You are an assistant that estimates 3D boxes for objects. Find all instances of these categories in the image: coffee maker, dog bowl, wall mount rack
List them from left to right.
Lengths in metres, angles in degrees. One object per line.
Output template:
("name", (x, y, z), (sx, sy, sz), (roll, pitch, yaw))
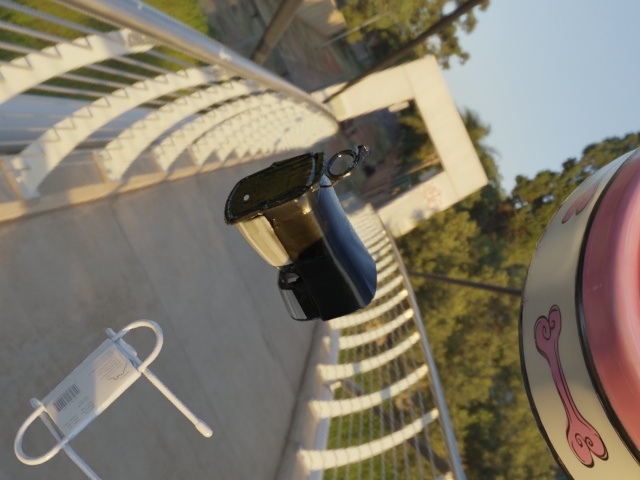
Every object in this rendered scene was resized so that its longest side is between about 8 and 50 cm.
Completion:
("wall mount rack", (-0.399, 0.339, 1.336), (0.304, 0.350, 0.130), (35, -18, 34))
("coffee maker", (0.000, 0.000, 0.793), (0.178, 0.171, 0.120), (58, 45, -32))
("dog bowl", (0.364, 0.063, 0.496), (0.150, 0.408, 0.408), (76, -5, -69))
